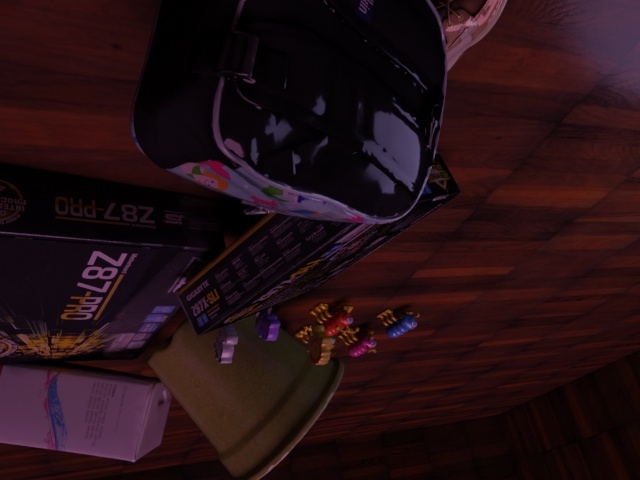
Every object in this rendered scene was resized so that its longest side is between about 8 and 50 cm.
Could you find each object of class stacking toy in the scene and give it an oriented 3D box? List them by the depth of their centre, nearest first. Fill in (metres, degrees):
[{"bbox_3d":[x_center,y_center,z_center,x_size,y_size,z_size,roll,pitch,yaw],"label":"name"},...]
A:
[{"bbox_3d":[-0.096,0.112,0.869,0.166,0.221,0.052,7,116,-28],"label":"stacking toy"}]

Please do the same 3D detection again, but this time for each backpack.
[{"bbox_3d":[-0.011,-0.127,0.444,0.253,0.225,0.191,16,174,-43],"label":"backpack"}]

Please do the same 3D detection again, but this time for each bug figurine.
[{"bbox_3d":[0.082,0.209,1.253,0.278,0.072,0.216,8,145,-35],"label":"bug figurine"}]

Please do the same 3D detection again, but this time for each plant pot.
[{"bbox_3d":[-0.145,0.226,0.950,0.276,0.254,0.276,-46,-177,3],"label":"plant pot"}]

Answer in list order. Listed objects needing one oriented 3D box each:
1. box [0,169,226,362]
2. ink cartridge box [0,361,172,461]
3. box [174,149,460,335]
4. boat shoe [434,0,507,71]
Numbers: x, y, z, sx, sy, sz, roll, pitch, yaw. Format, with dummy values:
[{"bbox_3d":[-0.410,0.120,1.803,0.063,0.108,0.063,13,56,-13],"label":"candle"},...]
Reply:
[{"bbox_3d":[-0.361,0.063,0.778,0.318,0.097,0.395,5,146,-37],"label":"box"},{"bbox_3d":[-0.435,0.285,0.967,0.305,0.131,0.226,11,167,-2],"label":"ink cartridge box"},{"bbox_3d":[0.000,0.000,0.739,0.322,0.079,0.257,-36,166,35],"label":"box"},{"bbox_3d":[0.130,-0.211,0.538,0.045,0.050,0.135,-3,150,-29],"label":"boat shoe"}]
